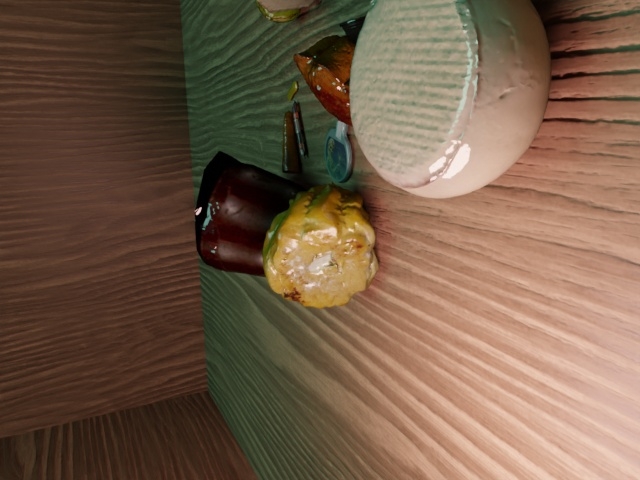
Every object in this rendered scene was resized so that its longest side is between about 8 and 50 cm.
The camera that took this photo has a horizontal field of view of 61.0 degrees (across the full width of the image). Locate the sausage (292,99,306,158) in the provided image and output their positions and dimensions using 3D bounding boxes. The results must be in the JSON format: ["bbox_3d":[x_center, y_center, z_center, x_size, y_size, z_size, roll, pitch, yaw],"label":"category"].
[{"bbox_3d":[-0.068,-0.359,1.756,0.028,0.025,0.198,-20,78,49],"label":"sausage"}]

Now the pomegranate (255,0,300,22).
[{"bbox_3d":[-0.107,-0.728,1.639,0.122,0.169,0.143,53,158,-23],"label":"pomegranate"}]

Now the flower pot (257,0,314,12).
[{"bbox_3d":[-0.094,-0.759,1.464,0.239,0.209,0.190,-22,77,49],"label":"flower pot"}]

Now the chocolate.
[{"bbox_3d":[-0.177,-0.065,1.705,0.383,0.331,0.384,7,-90,-78],"label":"chocolate"}]

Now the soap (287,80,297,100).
[{"bbox_3d":[-0.093,-0.492,1.789,0.089,0.012,0.034,138,121,-61],"label":"soap"}]

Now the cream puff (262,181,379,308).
[{"bbox_3d":[-0.001,0.001,1.439,0.257,0.291,0.324,-92,-7,-50],"label":"cream puff"}]

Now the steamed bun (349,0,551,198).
[{"bbox_3d":[0.221,-0.255,0.901,0.374,0.241,0.375,178,90,-65],"label":"steamed bun"}]

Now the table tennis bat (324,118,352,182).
[{"bbox_3d":[0.054,-0.273,1.508,0.149,0.038,0.237,-123,32,-44],"label":"table tennis bat"}]

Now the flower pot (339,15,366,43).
[{"bbox_3d":[0.106,-0.477,1.274,0.111,0.111,0.089,24,133,62],"label":"flower pot"}]

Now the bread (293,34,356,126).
[{"bbox_3d":[0.068,-0.345,1.236,0.135,0.246,0.232,-46,42,1],"label":"bread"}]

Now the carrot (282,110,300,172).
[{"bbox_3d":[-0.103,-0.330,1.814,0.061,0.061,0.210,173,95,-65],"label":"carrot"}]
